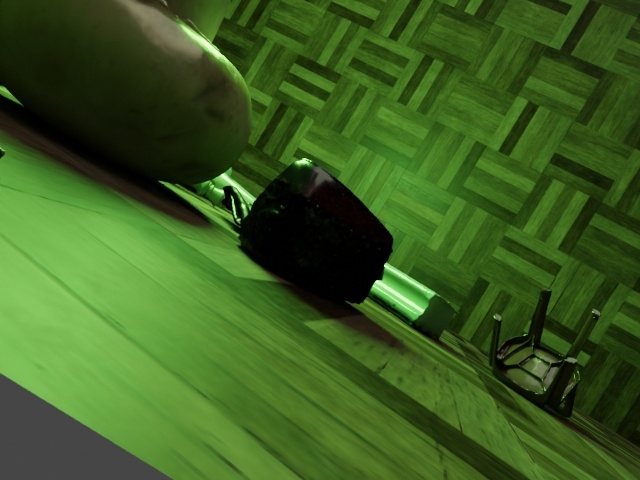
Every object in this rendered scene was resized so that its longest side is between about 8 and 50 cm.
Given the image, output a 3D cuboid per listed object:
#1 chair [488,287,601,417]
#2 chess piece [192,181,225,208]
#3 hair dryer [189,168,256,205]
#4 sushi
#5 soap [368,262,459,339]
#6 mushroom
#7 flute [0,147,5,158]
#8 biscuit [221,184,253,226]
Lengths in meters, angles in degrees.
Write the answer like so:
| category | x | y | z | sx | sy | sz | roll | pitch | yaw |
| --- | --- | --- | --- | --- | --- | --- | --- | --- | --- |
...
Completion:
| category | x | y | z | sx | sy | sz | roll | pitch | yaw |
| --- | --- | --- | --- | --- | --- | --- | --- | --- | --- |
| chair | 0.466 | 0.285 | 0.998 | 0.175 | 0.183 | 0.327 | 31 | -45 | 41 |
| chess piece | -0.231 | -0.108 | 0.893 | 0.149 | 0.059 | 0.059 | 35 | -1 | -20 |
| hair dryer | -0.181 | -0.095 | 1.010 | 0.357 | 0.108 | 0.173 | 38 | 4 | 9 |
| sushi | 0.000 | 0.000 | 0.598 | 0.136 | 0.126 | 0.225 | 30 | -6 | 39 |
| soap | 0.186 | 0.122 | 1.077 | 0.150 | 0.094 | 0.261 | 31 | 1 | -45 |
| mushroom | -0.256 | -0.248 | 0.640 | 0.353 | 0.354 | 0.325 | 31 | -30 | -22 |
| flute | -0.266 | -0.101 | 0.169 | 0.269 | 0.014 | 0.014 | 31 | 0 | -35 |
| biscuit | -0.073 | -0.018 | 0.818 | 0.235 | 0.063 | 0.151 | 28 | 2 | -35 |
